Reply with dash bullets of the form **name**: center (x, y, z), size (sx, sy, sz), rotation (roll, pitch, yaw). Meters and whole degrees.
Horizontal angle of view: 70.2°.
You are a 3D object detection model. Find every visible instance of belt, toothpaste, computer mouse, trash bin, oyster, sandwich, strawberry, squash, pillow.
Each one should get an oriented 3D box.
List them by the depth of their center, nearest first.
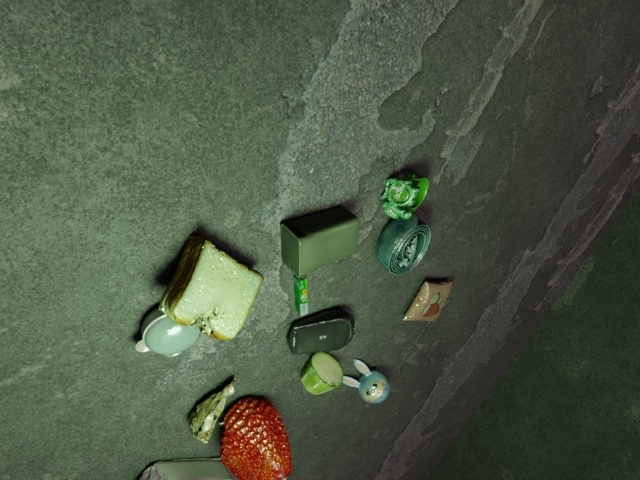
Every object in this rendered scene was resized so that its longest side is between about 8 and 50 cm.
- **sandwich**: center (-0.315, 0.154, 1.346), size (0.273, 0.095, 0.248), rotation (40, 66, -45)
- **trash bin**: center (0.000, 0.000, 1.514), size (0.241, 0.122, 0.163), rotation (-19, 131, -28)
- **toothpaste**: center (-0.072, 0.197, 1.661), size (0.037, 0.043, 0.178), rotation (-23, 132, -25)
- **oyster**: center (-0.408, 0.634, 1.722), size (0.294, 0.094, 0.166), rotation (-56, 155, -3)
- **belt**: center (0.320, 0.006, 1.757), size (0.207, 0.116, 0.267), rotation (-12, 130, -34)
- **strawberry**: center (-0.241, 0.808, 1.774), size (0.267, 0.351, 0.311), rotation (-4, 118, -44)
- **computer mouse**: center (0.002, 0.359, 1.812), size (0.296, 0.087, 0.168), rotation (-6, 122, -18)
- **squash**: center (0.000, 0.569, 1.915), size (0.170, 0.170, 0.123), rotation (22, 118, -44)
- **pillow**: center (0.506, 0.283, 2.122), size (0.224, 0.084, 0.235), rotation (9, 112, -39)

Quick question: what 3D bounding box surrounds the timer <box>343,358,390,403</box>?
- **timer**: center (0.230, 0.684, 2.165), size (0.175, 0.175, 0.255), rotation (-49, 135, 4)

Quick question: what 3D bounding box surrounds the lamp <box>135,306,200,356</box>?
- **lamp**: center (-0.438, 0.261, 1.392), size (0.180, 0.108, 0.246), rotation (26, 104, -49)

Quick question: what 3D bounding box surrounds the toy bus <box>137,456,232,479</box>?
- **toy bus**: center (-0.541, 0.969, 1.814), size (0.387, 0.171, 0.162), rotation (25, 95, -44)

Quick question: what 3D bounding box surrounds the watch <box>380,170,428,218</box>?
- **watch**: center (0.307, -0.163, 1.635), size (0.152, 0.131, 0.165), rotation (-17, 128, -50)
